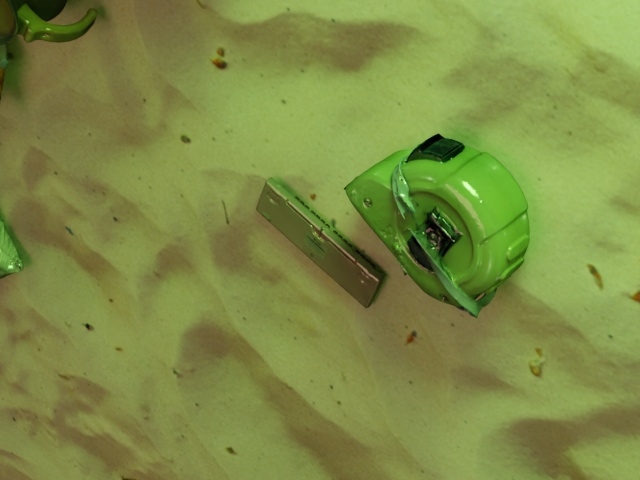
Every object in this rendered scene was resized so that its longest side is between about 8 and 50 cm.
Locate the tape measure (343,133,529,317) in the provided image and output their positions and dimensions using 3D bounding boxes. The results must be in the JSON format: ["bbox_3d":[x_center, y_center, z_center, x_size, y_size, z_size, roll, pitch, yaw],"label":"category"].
[{"bbox_3d":[0.121,-0.018,1.599,0.177,0.087,0.154,51,139,2],"label":"tape measure"}]

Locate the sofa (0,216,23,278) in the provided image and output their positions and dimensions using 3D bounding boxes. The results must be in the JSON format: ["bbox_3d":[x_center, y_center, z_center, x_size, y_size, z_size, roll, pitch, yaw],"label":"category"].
[{"bbox_3d":[-0.539,0.017,2.160,0.210,0.225,0.176,-20,97,46],"label":"sofa"}]

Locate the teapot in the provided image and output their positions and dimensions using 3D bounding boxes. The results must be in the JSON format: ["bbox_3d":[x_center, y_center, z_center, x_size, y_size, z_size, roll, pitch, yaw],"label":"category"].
[{"bbox_3d":[-0.325,-0.270,1.838,0.166,0.119,0.130,35,142,0],"label":"teapot"}]

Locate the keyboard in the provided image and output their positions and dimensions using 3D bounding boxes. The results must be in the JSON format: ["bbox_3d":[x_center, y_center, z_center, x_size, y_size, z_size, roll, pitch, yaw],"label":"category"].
[{"bbox_3d":[0.000,0.000,1.784,0.166,0.017,0.055,42,142,16],"label":"keyboard"}]

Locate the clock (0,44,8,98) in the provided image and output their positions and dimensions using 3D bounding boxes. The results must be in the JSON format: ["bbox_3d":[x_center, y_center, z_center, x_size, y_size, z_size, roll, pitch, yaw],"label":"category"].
[{"bbox_3d":[-0.443,-0.236,1.995,0.144,0.103,0.231,-20,99,50],"label":"clock"}]
